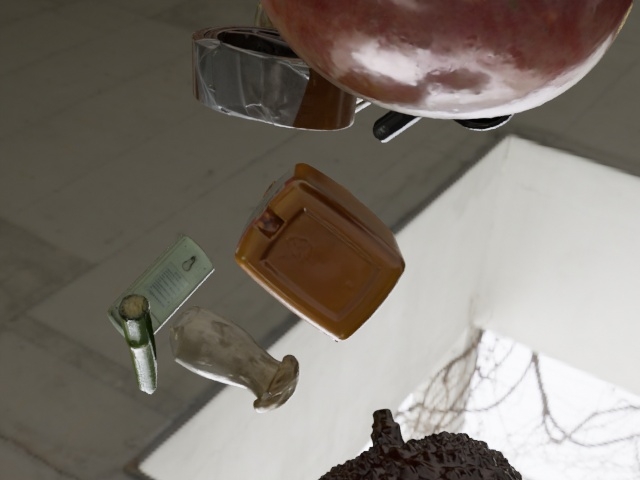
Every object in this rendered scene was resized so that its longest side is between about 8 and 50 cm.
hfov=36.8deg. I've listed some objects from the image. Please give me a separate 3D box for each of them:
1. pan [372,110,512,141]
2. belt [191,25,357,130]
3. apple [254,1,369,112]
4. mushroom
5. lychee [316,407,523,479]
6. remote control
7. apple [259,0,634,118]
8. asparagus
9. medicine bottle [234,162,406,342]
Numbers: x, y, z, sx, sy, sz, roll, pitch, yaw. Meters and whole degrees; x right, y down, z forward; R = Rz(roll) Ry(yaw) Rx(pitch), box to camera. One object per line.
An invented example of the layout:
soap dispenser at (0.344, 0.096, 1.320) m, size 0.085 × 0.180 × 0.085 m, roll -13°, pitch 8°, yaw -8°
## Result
pan at (0.133, -0.167, 1.049) m, size 0.028 × 0.235 × 0.136 m, roll -31°, pitch -89°, yaw -38°
belt at (-0.068, -0.226, 1.310) m, size 0.184 × 0.105 × 0.261 m, roll -17°, pitch -146°, yaw -41°
apple at (0.031, -0.320, 1.487) m, size 0.257 × 0.257 × 0.234 m, roll -31°, pitch -90°, yaw -41°
mushroom at (-0.132, 0.173, 1.428) m, size 0.212 × 0.088 × 0.097 m, roll 33°, pitch -132°, yaw 11°
lychee at (0.098, 0.324, 0.998) m, size 0.275 × 0.276 × 0.304 m, roll -10°, pitch -111°, yaw -21°
remote control at (-0.307, 0.095, 1.858) m, size 0.233 × 0.098 × 0.038 m, roll -49°, pitch -160°, yaw -30°
apple at (0.108, -0.256, 0.841) m, size 0.344 × 0.269 × 0.345 m, roll -6°, pitch -120°, yaw 12°
asparagus at (-0.244, 0.145, 1.313) m, size 0.041 × 0.178 × 0.045 m, roll -9°, pitch -132°, yaw -9°
medicine bottle at (-0.001, 0.001, 1.017) m, size 0.149 × 0.112 × 0.222 m, roll 39°, pitch -171°, yaw -7°
